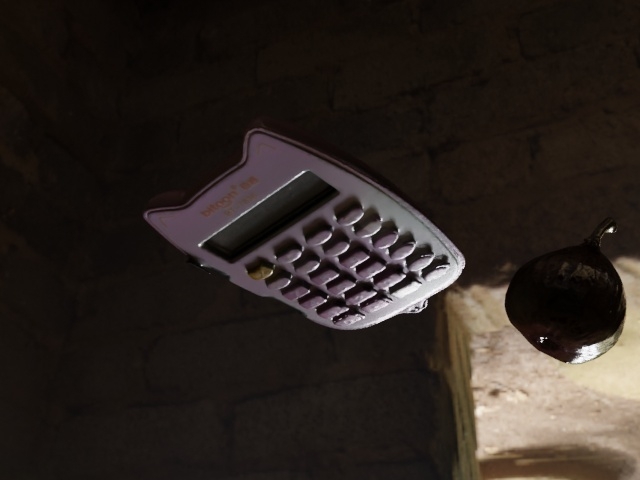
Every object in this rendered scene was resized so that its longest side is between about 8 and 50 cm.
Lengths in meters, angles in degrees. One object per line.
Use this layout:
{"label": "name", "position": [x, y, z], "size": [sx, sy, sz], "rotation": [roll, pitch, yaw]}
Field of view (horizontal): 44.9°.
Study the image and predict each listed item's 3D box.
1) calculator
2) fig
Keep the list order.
{"label": "calculator", "position": [0.000, -0.001, 0.716], "size": [0.194, 0.043, 0.294], "rotation": [-33, 131, 31]}
{"label": "fig", "position": [0.486, 0.070, 1.474], "size": [0.217, 0.320, 0.217], "rotation": [23, 146, 16]}
